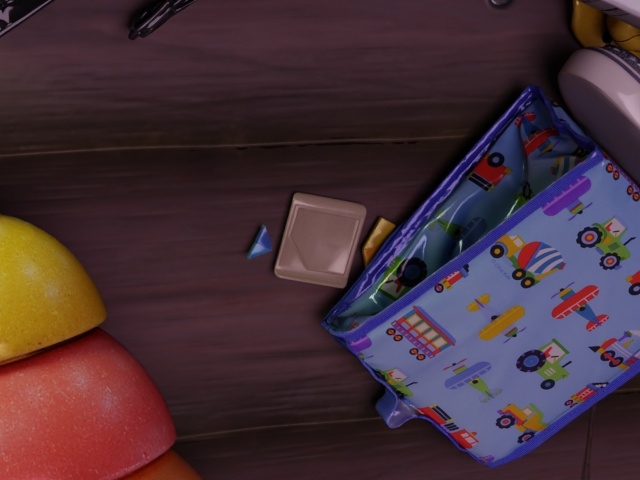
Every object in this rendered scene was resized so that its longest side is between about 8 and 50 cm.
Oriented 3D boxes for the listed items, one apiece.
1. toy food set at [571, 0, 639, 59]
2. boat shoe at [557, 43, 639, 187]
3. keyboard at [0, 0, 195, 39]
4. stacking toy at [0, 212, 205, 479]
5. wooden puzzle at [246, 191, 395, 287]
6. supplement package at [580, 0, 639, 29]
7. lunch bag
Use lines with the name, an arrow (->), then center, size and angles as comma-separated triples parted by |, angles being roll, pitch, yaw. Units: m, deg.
toy food set -> 0.301, -0.239, 1.547 | 0.128, 0.071, 0.218 | 39, 91, -27
boat shoe -> 0.348, -0.096, 1.597 | 0.340, 0.127, 0.158 | 41, 84, -35
keyboard -> -0.131, -0.257, 1.400 | 0.317, 0.033, 0.201 | -36, 110, -6
stacking toy -> -0.246, 0.099, 1.368 | 0.350, 0.350, 0.480 | -13, 94, -17
wooden puzzle -> 0.000, 0.000, 1.546 | 0.116, 0.014, 0.078 | 17, 96, -25
supplement package -> 0.297, -0.205, 1.468 | 0.179, 0.105, 0.105 | 26, 95, -3
lunch bag -> 0.163, 0.058, 1.572 | 0.293, 0.138, 0.221 | -44, 123, 8
